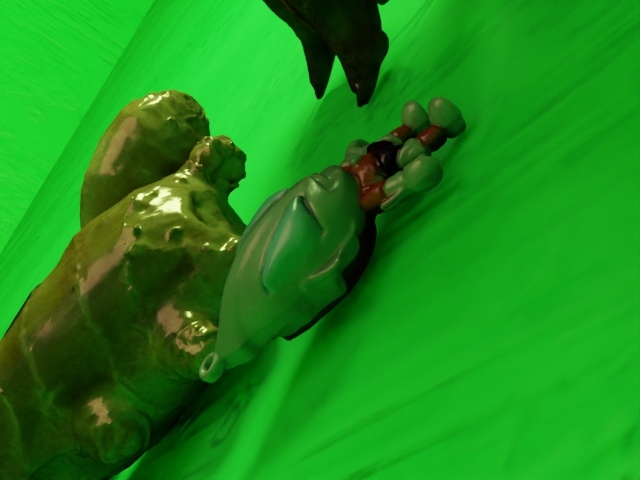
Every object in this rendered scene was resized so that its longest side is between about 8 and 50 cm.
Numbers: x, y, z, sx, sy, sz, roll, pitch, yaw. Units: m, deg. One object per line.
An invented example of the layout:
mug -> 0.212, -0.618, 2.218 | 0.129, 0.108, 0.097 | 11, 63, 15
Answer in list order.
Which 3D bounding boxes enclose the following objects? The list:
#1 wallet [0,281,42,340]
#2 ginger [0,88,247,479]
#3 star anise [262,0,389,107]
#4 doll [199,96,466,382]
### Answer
wallet -> -0.167, 0.111, 0.653 | 0.170, 0.044, 0.321 | -59, 19, -6
ginger -> -0.079, 0.044, 0.455 | 0.205, 0.115, 0.081 | -62, -24, 0
star anise -> -0.012, -0.181, 0.492 | 0.102, 0.272, 0.272 | -29, 14, -5
doll -> -0.001, -0.001, 0.371 | 0.114, 0.039, 0.057 | -47, 48, -6
